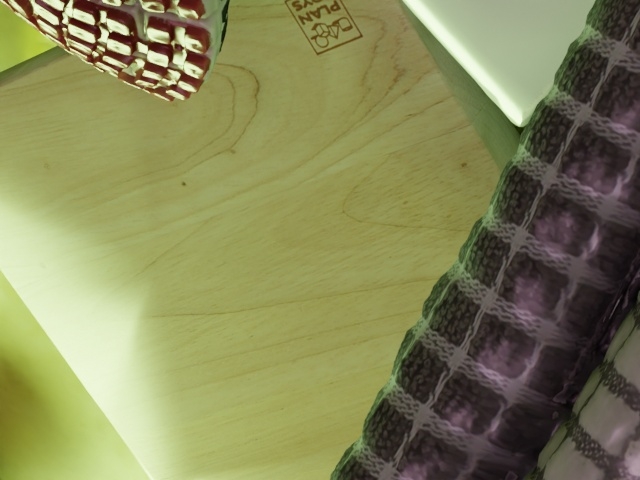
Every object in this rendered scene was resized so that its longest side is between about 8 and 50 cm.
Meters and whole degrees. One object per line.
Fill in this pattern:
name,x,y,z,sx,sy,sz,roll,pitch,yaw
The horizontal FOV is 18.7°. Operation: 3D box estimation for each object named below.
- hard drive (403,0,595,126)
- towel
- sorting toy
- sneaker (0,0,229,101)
hard drive,0.016,-0.217,0.579,0.319,0.040,0.210,49,134,10
towel,0.129,0.050,0.608,0.121,0.283,0.235,34,101,34
sorting toy,0.000,0.000,0.820,0.257,0.089,0.255,-18,113,38
sneaker,-0.045,-0.122,0.602,0.088,0.093,0.225,31,150,0
